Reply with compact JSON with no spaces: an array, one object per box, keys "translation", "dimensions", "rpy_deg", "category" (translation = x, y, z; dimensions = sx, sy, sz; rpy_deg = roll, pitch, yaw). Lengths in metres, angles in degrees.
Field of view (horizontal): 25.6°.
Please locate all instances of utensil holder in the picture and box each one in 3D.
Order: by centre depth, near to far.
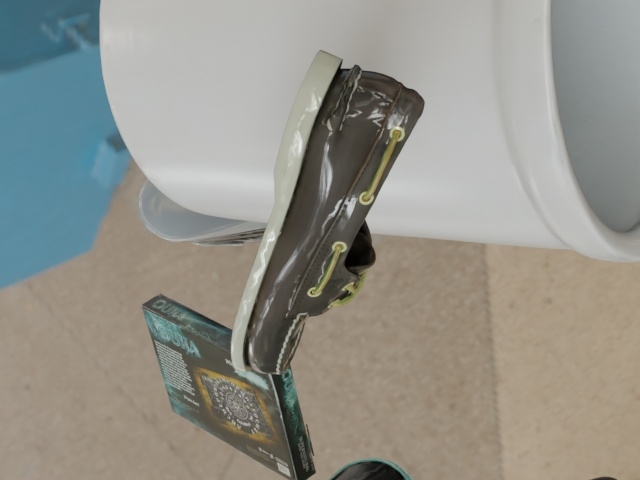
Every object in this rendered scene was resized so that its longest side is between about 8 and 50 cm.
[{"translation":[0.074,-0.158,1.081],"dimensions":[0.386,0.328,0.327],"rpy_deg":[4,112,36],"category":"utensil holder"}]

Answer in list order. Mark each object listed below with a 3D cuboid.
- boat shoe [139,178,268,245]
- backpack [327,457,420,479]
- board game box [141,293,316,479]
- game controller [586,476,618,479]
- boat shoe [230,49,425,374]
[{"translation":[-0.019,-0.044,1.391],"dimensions":[0.306,0.105,0.113],"rpy_deg":[-14,78,11],"category":"boat shoe"},{"translation":[0.036,0.261,1.035],"dimensions":[0.188,0.144,0.166],"rpy_deg":[-51,36,14],"category":"backpack"},{"translation":[-0.083,0.130,1.257],"dimensions":[0.186,0.026,0.126],"rpy_deg":[22,134,44],"category":"board game box"},{"translation":[0.407,0.375,1.534],"dimensions":[0.319,0.166,0.067],"rpy_deg":[35,105,-19],"category":"game controller"},{"translation":[0.000,0.000,0.823],"dimensions":[0.069,0.081,0.227],"rpy_deg":[18,128,3],"category":"boat shoe"}]
